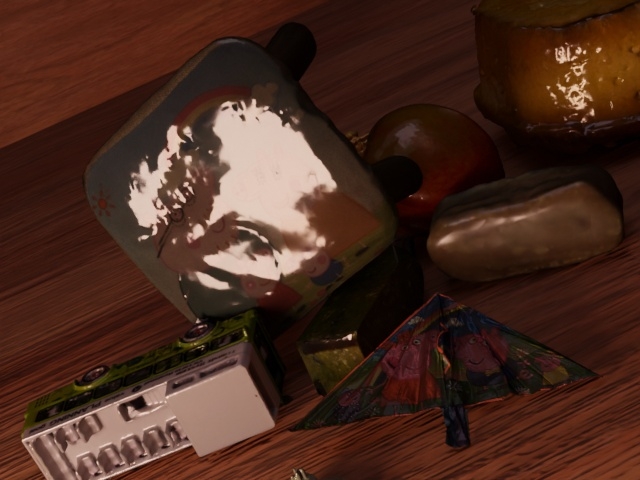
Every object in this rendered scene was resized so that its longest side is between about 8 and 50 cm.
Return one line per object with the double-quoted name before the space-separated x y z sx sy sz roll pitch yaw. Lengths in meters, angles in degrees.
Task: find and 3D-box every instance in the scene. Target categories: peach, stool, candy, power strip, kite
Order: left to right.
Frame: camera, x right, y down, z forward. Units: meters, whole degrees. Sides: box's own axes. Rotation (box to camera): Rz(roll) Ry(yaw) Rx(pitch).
"stool" -0.075 -0.074 1.331 0.310 0.310 0.226 -38 8 24
"power strip" 0.001 0.240 1.045 0.055 0.035 0.083 -35 27 -28
"peach" 0.152 -0.093 1.490 0.197 0.197 0.197 -20 22 8
"kite" 0.122 0.126 1.135 0.321 0.016 0.234 -11 38 10
"candy" 0.246 -0.020 1.319 0.234 0.102 0.104 -17 22 21

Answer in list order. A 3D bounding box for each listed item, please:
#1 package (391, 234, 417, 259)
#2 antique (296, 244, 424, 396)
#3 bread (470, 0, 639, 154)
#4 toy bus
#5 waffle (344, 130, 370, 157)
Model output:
"package" 0.114 0.016 1.479 0.037 0.015 0.110 -20 20 9
"antique" 0.059 0.085 1.283 0.080 0.081 0.221 -9 26 30
"bread" 0.413 -0.280 1.614 0.398 0.215 0.398 -15 25 7
"toy bus" -0.190 0.193 1.252 0.302 0.113 0.139 -23 21 8
"waffle" 0.038 -0.114 1.806 0.219 0.057 0.229 -24 22 -4
